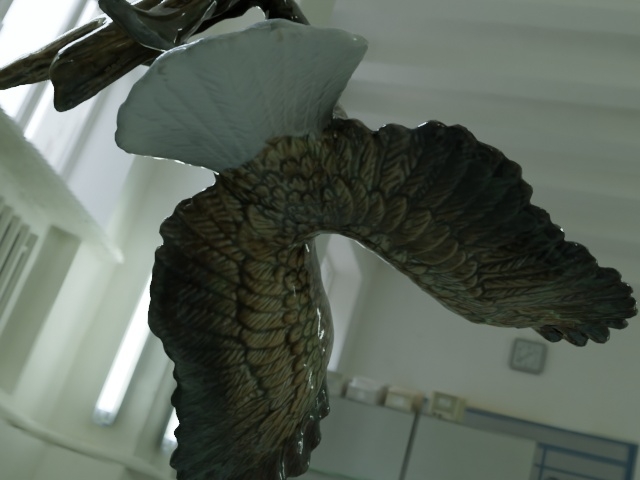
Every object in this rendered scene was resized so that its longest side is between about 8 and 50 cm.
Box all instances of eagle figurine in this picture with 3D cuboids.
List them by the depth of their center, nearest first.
[{"bbox_3d":[0.005,-0.005,0.486,0.226,0.225,0.298,-11,-70,50],"label":"eagle figurine"}]
